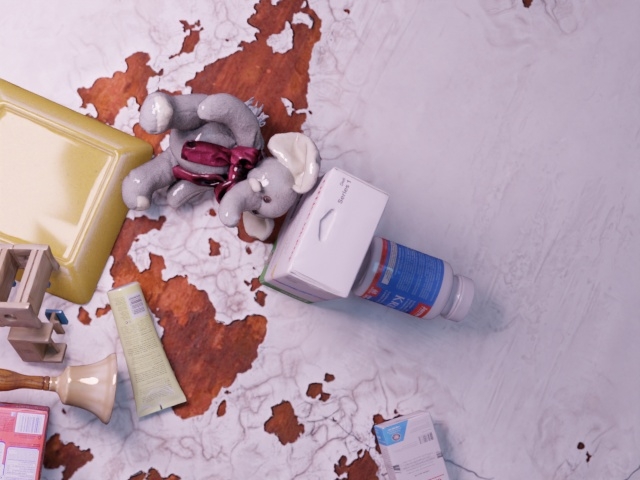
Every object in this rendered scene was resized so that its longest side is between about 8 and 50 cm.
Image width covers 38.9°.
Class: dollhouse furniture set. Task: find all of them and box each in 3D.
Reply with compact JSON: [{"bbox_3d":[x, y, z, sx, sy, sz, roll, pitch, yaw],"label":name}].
[{"bbox_3d":[-0.520,0.110,1.571,0.129,0.183,0.129,2,54,7],"label":"dollhouse furniture set"}]

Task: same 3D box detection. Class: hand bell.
[{"bbox_3d":[-0.480,0.246,1.557,0.242,0.126,0.126,7,82,-20],"label":"hand bell"}]

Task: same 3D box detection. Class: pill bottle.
[{"bbox_3d":[0.182,0.082,1.764,0.221,0.124,0.124,19,79,-11],"label":"pill bottle"}]

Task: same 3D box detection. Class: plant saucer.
[{"bbox_3d":[-0.508,-0.096,1.622,0.333,0.081,0.333,23,78,-12],"label":"plant saucer"}]

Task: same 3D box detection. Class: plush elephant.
[{"bbox_3d":[-0.154,-0.120,1.618,0.255,0.272,0.330,47,44,17],"label":"plush elephant"}]

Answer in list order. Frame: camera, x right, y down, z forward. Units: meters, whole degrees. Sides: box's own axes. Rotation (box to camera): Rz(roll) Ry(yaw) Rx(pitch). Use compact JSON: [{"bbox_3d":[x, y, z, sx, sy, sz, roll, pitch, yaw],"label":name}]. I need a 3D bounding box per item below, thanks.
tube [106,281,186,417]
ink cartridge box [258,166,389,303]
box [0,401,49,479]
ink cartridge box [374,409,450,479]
[{"bbox_3d":[-0.326,0.197,1.655,0.070,0.062,0.240,-16,94,27],"label":"tube"},{"bbox_3d":[0.000,0.000,1.645,0.117,0.278,0.201,25,79,-11],"label":"ink cartridge box"},{"bbox_3d":[-0.615,0.341,1.513,0.300,0.142,0.154,8,82,-14],"label":"box"},{"bbox_3d":[0.182,0.432,1.760,0.104,0.060,0.180,-15,88,-17],"label":"ink cartridge box"}]
